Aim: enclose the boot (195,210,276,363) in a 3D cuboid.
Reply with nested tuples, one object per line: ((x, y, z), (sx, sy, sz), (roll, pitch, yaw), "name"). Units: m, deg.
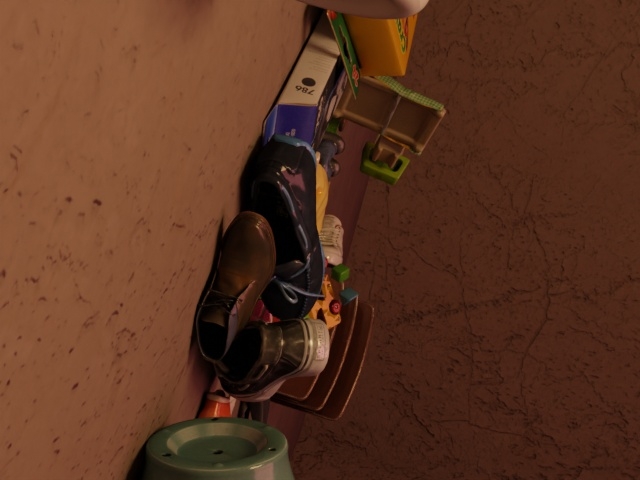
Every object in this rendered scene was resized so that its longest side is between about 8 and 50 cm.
((-0.115, 0.068, 1.330), (0.106, 0.082, 0.219), (-71, 176, -49), "boot")

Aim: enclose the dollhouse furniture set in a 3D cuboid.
((0.122, -0.261, 1.852), (0.301, 0.197, 0.151), (117, -5, -64), "dollhouse furniture set")

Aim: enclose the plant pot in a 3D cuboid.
((-0.134, 0.377, 1.271), (0.271, 0.271, 0.255), (-51, 143, -76), "plant pot")

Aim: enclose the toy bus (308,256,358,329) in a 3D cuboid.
((-0.039, 0.101, 2.018), (0.104, 0.202, 0.191), (-28, 152, -38), "toy bus")

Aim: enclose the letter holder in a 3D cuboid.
((0.000, 0.244, 2.286), (0.152, 0.214, 0.302), (91, 17, -71), "letter holder")

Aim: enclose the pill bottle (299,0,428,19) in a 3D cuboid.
((0.040, -0.391, 0.829), (0.210, 0.210, 0.363), (-8, 114, -84), "pill bottle")

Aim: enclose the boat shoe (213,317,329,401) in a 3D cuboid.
((-0.105, 0.168, 1.489), (0.335, 0.119, 0.121), (145, -49, -59), "boat shoe")

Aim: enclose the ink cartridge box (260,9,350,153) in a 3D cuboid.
((-0.017, -0.217, 1.544), (0.165, 0.065, 0.333), (102, 9, -48), "ink cartridge box")

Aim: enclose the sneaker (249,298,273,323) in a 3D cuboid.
((-0.113, 0.143, 1.683), (0.170, 0.063, 0.075), (108, 3, -48), "sneaker")

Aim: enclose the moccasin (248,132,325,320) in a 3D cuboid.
((-0.073, 0.003, 1.455), (0.117, 0.137, 0.342), (-61, 154, -45), "moccasin")

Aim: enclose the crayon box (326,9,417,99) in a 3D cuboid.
((0.096, -0.406, 1.558), (0.202, 0.081, 0.318), (64, 34, -55), "crayon box")

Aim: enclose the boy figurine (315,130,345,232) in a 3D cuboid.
((-0.032, -0.064, 1.703), (0.177, 0.092, 0.285), (101, 9, -47), "boy figurine")

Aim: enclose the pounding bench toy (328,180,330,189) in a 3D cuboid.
((-0.019, -0.077, 1.975), (0.065, 0.052, 0.083), (-64, 170, -56), "pounding bench toy")

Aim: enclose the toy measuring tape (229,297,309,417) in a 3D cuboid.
((-0.092, 0.222, 1.848), (0.121, 0.121, 0.330), (-46, 152, -78), "toy measuring tape")

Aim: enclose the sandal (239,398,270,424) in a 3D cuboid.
((-0.142, 0.331, 2.063), (0.097, 0.054, 0.254), (-77, 170, -51), "sandal")

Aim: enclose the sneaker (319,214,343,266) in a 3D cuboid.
((0.000, 0.000, 2.239), (0.290, 0.106, 0.123), (-135, -127, -88), "sneaker")

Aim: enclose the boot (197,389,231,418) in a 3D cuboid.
((-0.167, 0.290, 1.624), (0.158, 0.059, 0.085), (69, 34, -79), "boot")
